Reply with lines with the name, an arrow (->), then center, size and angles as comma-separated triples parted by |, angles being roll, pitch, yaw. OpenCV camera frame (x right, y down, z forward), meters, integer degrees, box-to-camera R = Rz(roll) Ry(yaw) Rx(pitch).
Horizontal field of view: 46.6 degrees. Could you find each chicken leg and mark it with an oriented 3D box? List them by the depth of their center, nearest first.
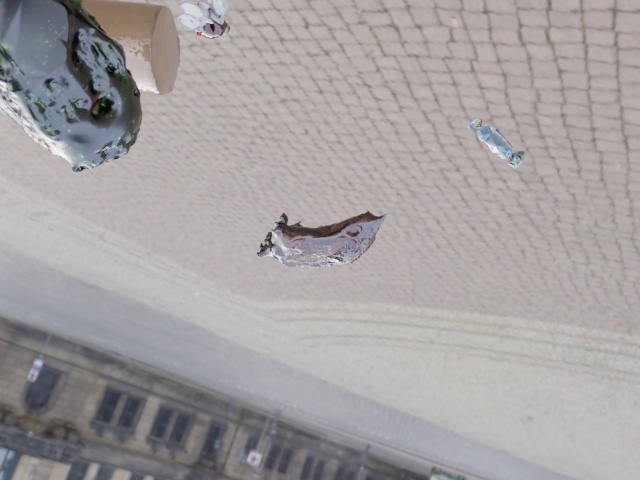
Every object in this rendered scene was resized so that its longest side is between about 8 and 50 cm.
chicken leg -> 0.000, 0.000, 1.255 | 0.233, 0.063, 0.105 | -2, 134, 12

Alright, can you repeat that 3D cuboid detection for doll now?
doll -> -0.119, -0.230, 0.771 | 0.040, 0.085, 0.058 | 20, 132, 2

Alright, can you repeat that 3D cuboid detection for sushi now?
sushi -> -0.267, -0.172, 0.715 | 0.127, 0.124, 0.225 | 27, 155, 53

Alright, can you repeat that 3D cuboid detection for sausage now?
sausage -> -0.325, -0.268, 1.009 | 0.252, 0.123, 0.123 | 7, 163, 8

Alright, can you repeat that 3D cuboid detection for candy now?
candy -> 0.227, -0.127, 0.953 | 0.083, 0.030, 0.020 | 46, -170, 6
